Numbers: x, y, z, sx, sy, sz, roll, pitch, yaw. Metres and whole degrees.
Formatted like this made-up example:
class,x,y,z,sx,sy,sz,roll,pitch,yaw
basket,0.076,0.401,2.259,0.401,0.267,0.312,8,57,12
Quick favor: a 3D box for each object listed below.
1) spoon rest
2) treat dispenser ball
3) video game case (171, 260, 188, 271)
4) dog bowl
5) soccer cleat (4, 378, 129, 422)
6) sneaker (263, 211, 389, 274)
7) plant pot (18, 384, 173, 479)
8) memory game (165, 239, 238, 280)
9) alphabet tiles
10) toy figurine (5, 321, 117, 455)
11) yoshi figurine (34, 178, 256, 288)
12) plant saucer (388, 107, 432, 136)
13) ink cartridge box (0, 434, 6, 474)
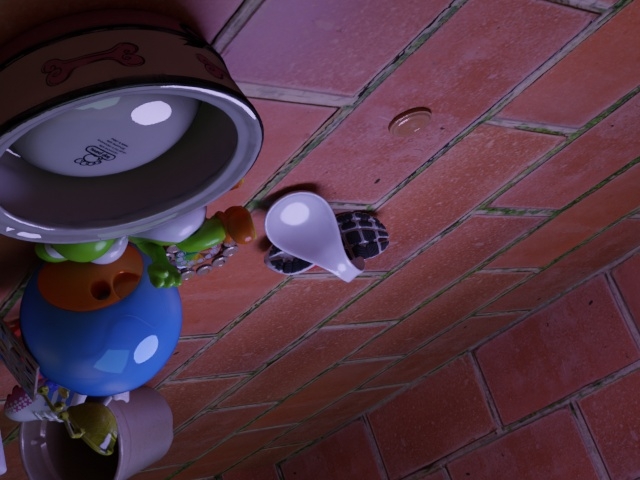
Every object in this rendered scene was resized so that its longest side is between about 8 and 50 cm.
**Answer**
class,x,y,z,sx,sy,sz,roll,pitch,yaw
spoon rest,0.000,0.000,1.906,0.137,0.084,0.276,-40,128,11
treat dispenser ball,-0.396,0.137,1.724,0.288,0.288,0.288,-17,158,-7
video game case,-0.376,0.084,1.981,0.157,0.019,0.143,-1,151,-39
dog bowl,-0.292,-0.154,1.308,0.408,0.150,0.408,-17,159,-7
soccer cleat,-0.547,0.345,2.033,0.331,0.143,0.116,-28,157,22
sneaker,0.009,0.008,2.065,0.279,0.107,0.118,-11,176,-14
plant pot,-0.559,0.507,2.499,0.334,0.334,0.305,-30,168,24
memory game,-0.249,0.029,1.939,0.186,0.012,0.186,-21,153,-11
alphabet tiles,-0.588,0.173,1.736,0.009,0.237,0.198,-34,169,-29
toy figurine,-0.465,0.217,1.884,0.217,0.362,0.191,-41,152,-9
yoshi figurine,-0.295,-0.033,1.567,0.362,0.203,0.203,-13,142,-10
plant saucer,0.165,-0.213,1.741,0.083,0.013,0.083,-16,158,-7
ink cartridge box,-0.747,0.279,1.740,0.160,0.279,0.384,-18,152,-1
